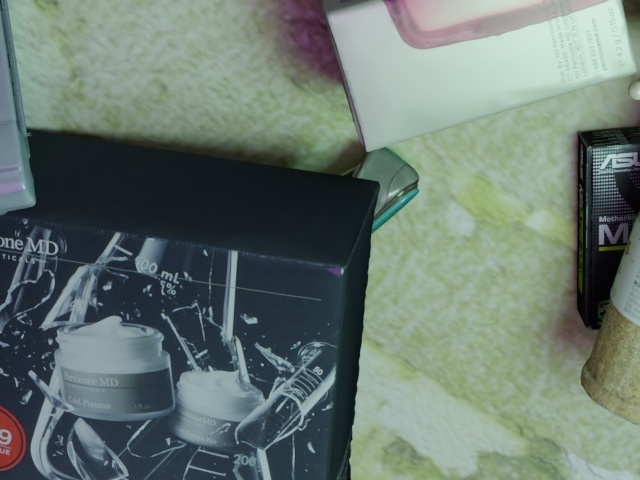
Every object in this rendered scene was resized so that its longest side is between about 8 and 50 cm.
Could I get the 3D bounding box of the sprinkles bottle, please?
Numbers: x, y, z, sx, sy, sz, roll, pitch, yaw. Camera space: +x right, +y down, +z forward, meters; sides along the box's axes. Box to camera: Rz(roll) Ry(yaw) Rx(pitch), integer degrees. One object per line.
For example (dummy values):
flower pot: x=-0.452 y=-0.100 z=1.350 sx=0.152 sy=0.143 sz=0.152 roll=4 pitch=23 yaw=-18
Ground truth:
sprinkles bottle: x=0.330 y=-0.013 z=1.610 sx=0.121 sy=0.121 sz=0.355 roll=11 pitch=112 yaw=-11

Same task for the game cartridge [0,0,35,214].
game cartridge: x=-0.340 y=-0.151 z=1.472 sx=0.196 sy=0.060 sz=0.294 roll=-12 pitch=77 yaw=3

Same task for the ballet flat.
ballet flat: x=0.000 y=0.000 z=1.674 sx=0.068 sy=0.072 sz=0.213 roll=45 pitch=105 yaw=6

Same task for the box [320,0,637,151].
box: x=0.123 y=-0.184 z=1.540 sx=0.232 sy=0.149 sz=0.127 roll=-16 pitch=116 yaw=2

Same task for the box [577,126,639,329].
box: x=0.328 y=-0.016 z=1.701 sx=0.190 sy=0.045 sz=0.184 roll=-4 pitch=117 yaw=-4

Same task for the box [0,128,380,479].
box: x=-0.141 y=0.098 z=1.591 sx=0.343 sy=0.179 sz=0.313 roll=8 pitch=115 yaw=8

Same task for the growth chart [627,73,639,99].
growth chart: x=0.300 y=-0.243 z=1.532 sx=0.021 sy=0.172 sz=0.237 roll=19 pitch=120 yaw=23
